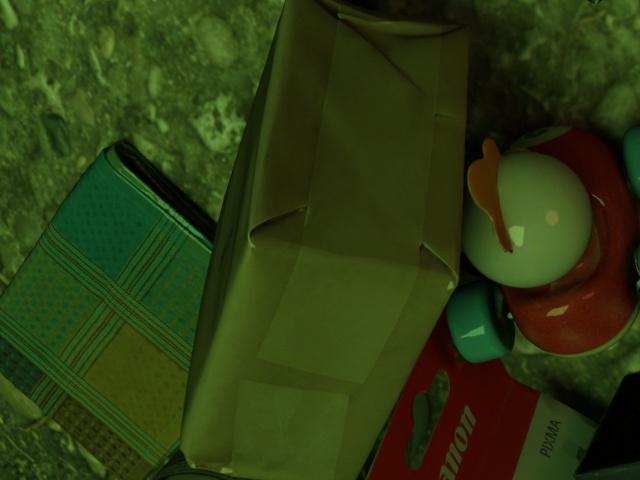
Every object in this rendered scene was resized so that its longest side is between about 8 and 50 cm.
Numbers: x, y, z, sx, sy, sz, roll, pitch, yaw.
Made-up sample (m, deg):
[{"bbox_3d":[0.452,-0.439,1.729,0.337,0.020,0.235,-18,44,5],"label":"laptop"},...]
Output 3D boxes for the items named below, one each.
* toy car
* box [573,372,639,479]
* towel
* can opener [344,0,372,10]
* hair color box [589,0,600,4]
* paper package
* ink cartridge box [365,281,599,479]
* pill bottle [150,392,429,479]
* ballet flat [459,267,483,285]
[{"bbox_3d":[0.181,-0.028,1.399,0.219,0.210,0.238,-15,152,24],"label":"toy car"},{"bbox_3d":[0.459,0.261,1.483,0.343,0.179,0.312,-18,108,33],"label":"box"},{"bbox_3d":[-0.213,0.092,1.820,0.271,0.040,0.370,42,128,2],"label":"towel"},{"bbox_3d":[0.028,-0.183,1.535,0.073,0.059,0.186,8,119,24],"label":"can opener"},{"bbox_3d":[0.130,-0.362,1.361,0.347,0.105,0.174,32,125,9],"label":"hair color box"},{"bbox_3d":[0.000,0.000,1.429,0.168,0.309,0.325,12,141,-7],"label":"paper package"},{"bbox_3d":[0.197,0.261,1.493,0.091,0.308,0.385,-14,121,33],"label":"ink cartridge box"},{"bbox_3d":[-0.037,0.241,1.608,0.204,0.361,0.204,12,121,21],"label":"pill bottle"},{"bbox_3d":[0.082,0.048,1.629,0.231,0.077,0.077,-7,88,31],"label":"ballet flat"}]
